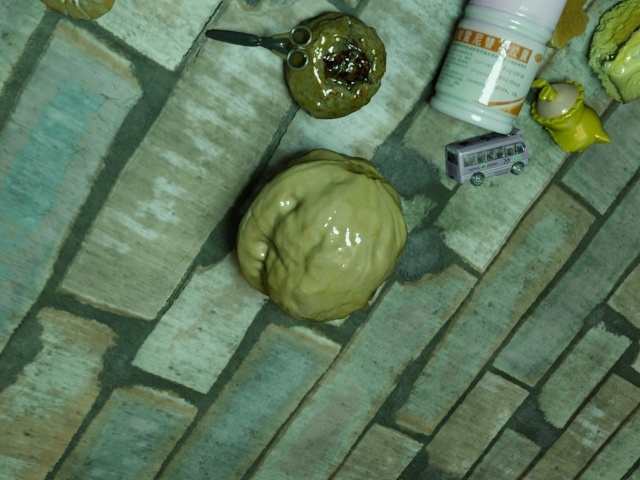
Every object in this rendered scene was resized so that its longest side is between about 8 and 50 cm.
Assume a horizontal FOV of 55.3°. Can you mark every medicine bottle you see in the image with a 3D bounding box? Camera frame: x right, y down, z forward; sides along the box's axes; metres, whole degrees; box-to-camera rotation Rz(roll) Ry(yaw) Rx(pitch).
[{"bbox_3d":[0.391,-0.417,1.365,0.202,0.202,0.315,11,109,-24],"label":"medicine bottle"}]

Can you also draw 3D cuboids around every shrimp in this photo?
[{"bbox_3d":[-0.479,-0.499,1.098,0.133,0.053,0.236,-33,127,20],"label":"shrimp"}]

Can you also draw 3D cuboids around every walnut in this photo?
[{"bbox_3d":[0.008,-0.005,1.320,0.384,0.383,0.383,-8,116,-17],"label":"walnut"}]

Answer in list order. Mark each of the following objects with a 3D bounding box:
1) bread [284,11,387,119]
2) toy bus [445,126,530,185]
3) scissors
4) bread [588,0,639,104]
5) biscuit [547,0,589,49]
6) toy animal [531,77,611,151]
[{"bbox_3d":[0.034,-0.369,1.301,0.230,0.123,0.230,-7,116,-15],"label":"bread"},{"bbox_3d":[0.418,-0.211,1.533,0.199,0.096,0.108,-15,114,-10],"label":"toy bus"},{"bbox_3d":[-0.125,-0.400,1.227,0.220,0.017,0.088,12,105,7],"label":"scissors"},{"bbox_3d":[0.791,-0.484,1.505,0.262,0.162,0.204,-41,122,19],"label":"bread"},{"bbox_3d":[0.562,-0.575,1.452,0.166,0.036,0.225,-37,119,-6],"label":"biscuit"},{"bbox_3d":[0.615,-0.319,1.530,0.230,0.156,0.156,30,101,-31],"label":"toy animal"}]
